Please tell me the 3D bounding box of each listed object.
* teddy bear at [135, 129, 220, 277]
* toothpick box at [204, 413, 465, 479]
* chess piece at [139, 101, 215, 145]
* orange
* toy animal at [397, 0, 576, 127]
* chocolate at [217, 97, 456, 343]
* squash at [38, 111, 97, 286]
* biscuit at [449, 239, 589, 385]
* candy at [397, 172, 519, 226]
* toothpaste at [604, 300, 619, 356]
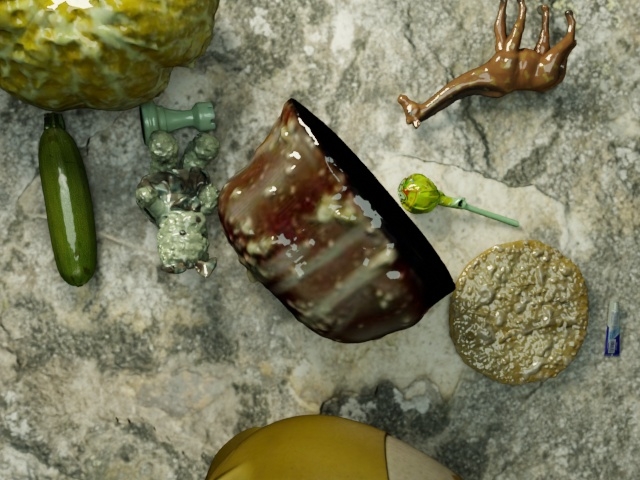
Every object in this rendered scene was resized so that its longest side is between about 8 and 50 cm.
[{"bbox_3d":[-0.205,-0.045,1.395,0.133,0.111,0.213,5,76,-38],"label":"teddy bear"},{"bbox_3d":[0.011,0.436,1.269,0.425,0.409,0.409,33,88,3],"label":"toothpick box"},{"bbox_3d":[-0.203,-0.172,1.423,0.103,0.067,0.067,-8,91,-13],"label":"chess piece"},{"bbox_3d":[-0.315,-0.274,1.315,0.369,0.271,0.210,0,108,-6],"label":"orange"},{"bbox_3d":[0.243,-0.251,1.451,0.224,0.066,0.229,17,94,-4],"label":"toy animal"},{"bbox_3d":[0.000,0.000,1.364,0.210,0.225,0.340,-40,92,10],"label":"chocolate"},{"bbox_3d":[-0.357,-0.059,1.407,0.066,0.066,0.252,-10,91,-4],"label":"squash"},{"bbox_3d":[0.293,0.108,1.471,0.220,0.033,0.220,0,92,-3],"label":"biscuit"},{"bbox_3d":[0.203,-0.050,1.462,0.194,0.058,0.062,16,57,-13],"label":"candy"},{"bbox_3d":[0.436,0.132,1.491,0.024,0.015,0.083,-1,96,-5],"label":"toothpaste"}]
